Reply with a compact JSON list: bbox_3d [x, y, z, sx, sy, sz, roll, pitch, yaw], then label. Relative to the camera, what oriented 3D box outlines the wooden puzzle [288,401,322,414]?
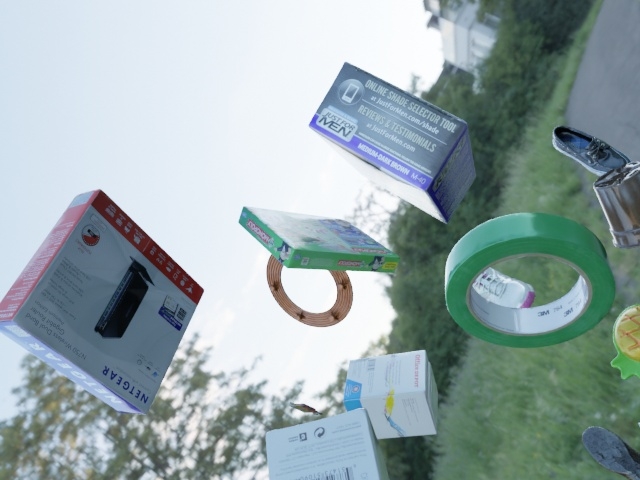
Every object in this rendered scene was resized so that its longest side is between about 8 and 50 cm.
[{"bbox_3d":[-0.037,0.375,1.332,0.083,0.049,0.006,36,-124,-34],"label":"wooden puzzle"}]

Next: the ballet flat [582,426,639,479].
[{"bbox_3d":[0.744,0.531,1.416,0.058,0.250,0.084,30,-92,-43],"label":"ballet flat"}]

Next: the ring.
[{"bbox_3d":[-0.046,0.157,2.033,0.032,0.336,0.336,-41,-23,-52],"label":"ring"}]

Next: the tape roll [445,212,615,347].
[{"bbox_3d":[0.417,0.089,1.210,0.077,0.321,0.321,-77,4,-48],"label":"tape roll"}]

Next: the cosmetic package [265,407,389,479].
[{"bbox_3d":[0.023,0.360,0.843,0.183,0.151,0.151,72,-175,-46],"label":"cosmetic package"}]

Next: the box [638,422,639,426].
[{"bbox_3d":[0.854,0.438,1.354,0.181,0.119,0.182,-29,-19,10],"label":"box"}]

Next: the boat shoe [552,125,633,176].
[{"bbox_3d":[0.707,-0.240,1.559,0.080,0.228,0.076,-48,-38,4],"label":"boat shoe"}]

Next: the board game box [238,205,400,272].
[{"bbox_3d":[0.000,0.000,1.347,0.317,0.213,0.046,6,-66,-41],"label":"board game box"}]

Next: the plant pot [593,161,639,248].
[{"bbox_3d":[0.765,-0.093,1.458,0.167,0.165,0.167,-32,10,6],"label":"plant pot"}]

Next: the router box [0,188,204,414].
[{"bbox_3d":[-0.406,0.124,1.157,0.335,0.082,0.301,53,-138,-38],"label":"router box"}]

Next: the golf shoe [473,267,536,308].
[{"bbox_3d":[0.483,0.137,1.660,0.115,0.140,0.306,-61,8,0],"label":"golf shoe"}]

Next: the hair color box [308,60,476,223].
[{"bbox_3d":[0.126,-0.130,0.904,0.110,0.185,0.339,-59,-17,3],"label":"hair color box"}]

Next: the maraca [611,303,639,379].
[{"bbox_3d":[0.727,0.231,1.346,0.099,0.127,0.185,41,-116,-49],"label":"maraca"}]

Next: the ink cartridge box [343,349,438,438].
[{"bbox_3d":[0.206,0.442,1.699,0.171,0.233,0.168,-72,-33,-58],"label":"ink cartridge box"}]
